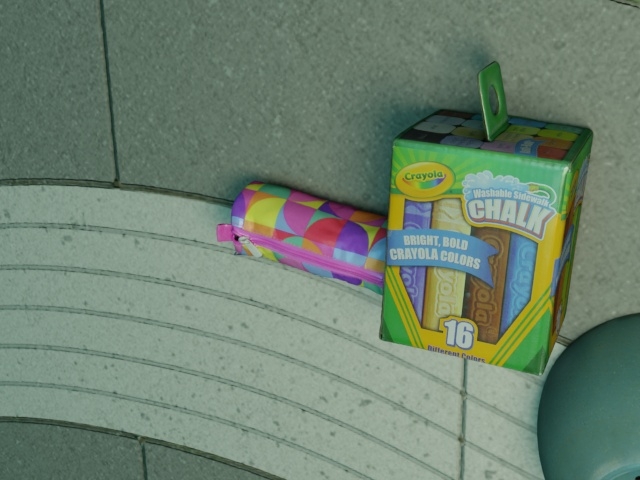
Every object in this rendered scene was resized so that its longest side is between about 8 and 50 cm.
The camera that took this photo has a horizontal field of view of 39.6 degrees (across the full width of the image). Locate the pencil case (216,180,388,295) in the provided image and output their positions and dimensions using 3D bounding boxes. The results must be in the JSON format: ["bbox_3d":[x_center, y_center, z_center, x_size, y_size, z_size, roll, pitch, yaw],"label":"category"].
[{"bbox_3d":[0.000,0.000,1.080,0.236,0.104,0.104,14,112,19],"label":"pencil case"}]

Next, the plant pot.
[{"bbox_3d":[0.362,0.246,0.941,0.290,0.195,0.290,8,111,22],"label":"plant pot"}]

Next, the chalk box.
[{"bbox_3d":[0.181,-0.037,0.938,0.179,0.180,0.288,12,113,21],"label":"chalk box"}]
